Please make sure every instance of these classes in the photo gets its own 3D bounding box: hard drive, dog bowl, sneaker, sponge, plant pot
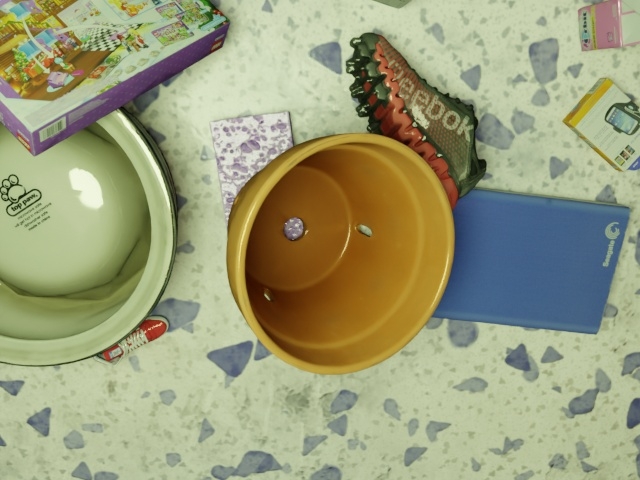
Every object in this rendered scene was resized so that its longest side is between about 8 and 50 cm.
[{"bbox_3d":[0.296,0.030,0.868,0.319,0.040,0.210,6,105,-3],"label":"hard drive"},{"bbox_3d":[-0.388,-0.041,0.775,0.408,0.150,0.408,0,106,-1],"label":"dog bowl"},{"bbox_3d":[-0.299,0.159,0.874,0.118,0.067,0.042,-21,105,4],"label":"sneaker"},{"bbox_3d":[0.141,-0.174,0.782,0.135,0.097,0.276,-29,90,-16],"label":"sneaker"},{"bbox_3d":[-0.091,-0.080,0.832,0.117,0.031,0.210,-7,105,0],"label":"sponge"},{"bbox_3d":[0.000,0.000,0.739,0.291,0.203,0.291,-6,105,-24],"label":"plant pot"}]

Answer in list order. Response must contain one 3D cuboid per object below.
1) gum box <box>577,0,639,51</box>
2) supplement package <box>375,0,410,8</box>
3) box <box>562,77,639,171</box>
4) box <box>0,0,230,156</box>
[{"bbox_3d":[0.465,-0.306,0.746,0.188,0.107,0.062,-11,105,2],"label":"gum box"},{"bbox_3d":[0.043,-0.382,0.715,0.179,0.105,0.105,16,105,-6],"label":"supplement package"},{"bbox_3d":[0.438,-0.165,0.827,0.136,0.028,0.081,37,101,-13],"label":"box"},{"bbox_3d":[-0.280,-0.255,0.658,0.201,0.057,0.293,46,59,0],"label":"box"}]
